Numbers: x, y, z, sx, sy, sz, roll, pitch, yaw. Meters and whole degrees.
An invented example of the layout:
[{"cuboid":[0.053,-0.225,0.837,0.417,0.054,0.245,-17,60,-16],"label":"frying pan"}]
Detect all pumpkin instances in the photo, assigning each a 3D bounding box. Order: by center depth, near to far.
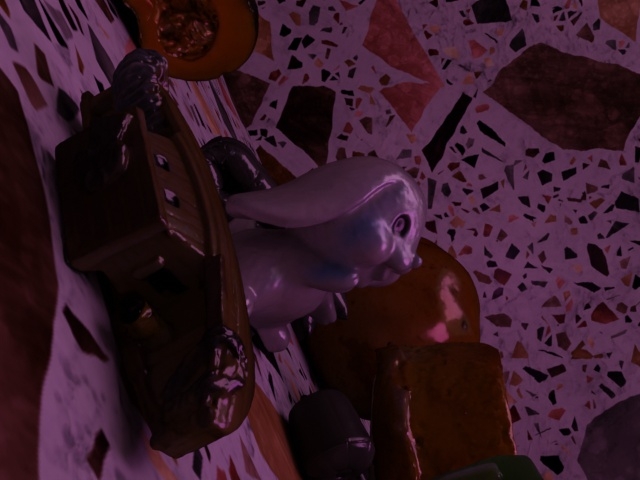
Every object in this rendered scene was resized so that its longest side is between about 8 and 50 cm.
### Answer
[{"cuboid":[-0.196,-0.420,1.069,0.325,0.242,0.232,72,5,-51],"label":"pumpkin"}]

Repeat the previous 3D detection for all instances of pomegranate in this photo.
[{"cuboid":[0.145,0.191,1.628,0.416,0.416,0.416,-23,90,-89],"label":"pomegranate"}]

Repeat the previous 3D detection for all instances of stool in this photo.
[{"cuboid":[0.011,0.249,0.951,0.110,0.096,0.096,63,-2,41],"label":"stool"}]

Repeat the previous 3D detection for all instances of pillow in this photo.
[{"cuboid":[-0.078,-0.018,1.168,0.326,0.101,0.228,58,1,-11],"label":"pillow"}]

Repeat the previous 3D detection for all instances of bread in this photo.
[{"cuboid":[0.187,0.323,1.109,0.398,0.215,0.398,-8,90,-79],"label":"bread"}]

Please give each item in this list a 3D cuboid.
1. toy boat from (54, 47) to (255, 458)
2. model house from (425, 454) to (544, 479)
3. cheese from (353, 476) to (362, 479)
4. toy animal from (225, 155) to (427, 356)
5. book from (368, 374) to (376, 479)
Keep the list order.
[{"cuboid":[-0.113,-0.009,0.502,0.121,0.089,0.321,56,11,-53],"label":"toy boat"},{"cuboid":[0.161,0.325,0.418,0.300,0.340,0.323,-102,173,-76],"label":"model house"},{"cuboid":[0.044,0.369,1.011,0.135,0.052,0.245,65,3,-59],"label":"cheese"},{"cuboid":[-0.011,0.010,0.947,0.249,0.289,0.174,111,-43,-62],"label":"toy animal"},{"cuboid":[0.147,0.459,1.401,0.428,0.039,0.300,61,29,-58],"label":"book"}]
